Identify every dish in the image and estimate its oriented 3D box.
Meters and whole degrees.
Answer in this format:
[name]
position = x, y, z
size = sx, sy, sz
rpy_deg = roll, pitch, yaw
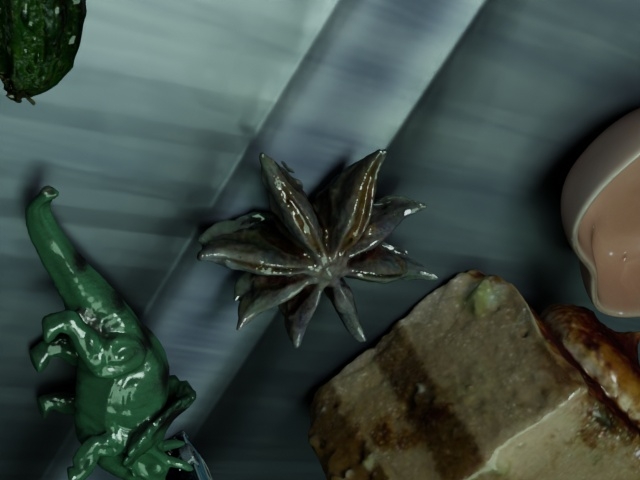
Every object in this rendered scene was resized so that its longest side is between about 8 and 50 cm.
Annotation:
[dish]
position = 0.297, -0.039, 0.862
size = 0.213, 0.090, 0.213
rpy_deg = -10, 126, -14

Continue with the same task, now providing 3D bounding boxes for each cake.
[cake]
position = 0.162, 0.161, 0.867
size = 0.293, 0.196, 0.199
rpy_deg = -41, 127, 7

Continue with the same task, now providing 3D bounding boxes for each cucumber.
[cucumber]
position = -0.170, -0.200, 0.557
size = 0.077, 0.077, 0.265
rpy_deg = -11, 126, -17

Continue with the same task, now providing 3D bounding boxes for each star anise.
[star anise]
position = 0.000, 0.000, 0.773
size = 0.205, 0.061, 0.180
rpy_deg = -11, 125, -17

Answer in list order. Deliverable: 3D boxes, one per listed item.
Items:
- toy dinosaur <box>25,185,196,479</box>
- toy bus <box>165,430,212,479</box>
[toy dinosaur]
position = -0.183, 0.096, 0.751
size = 0.120, 0.079, 0.292
rpy_deg = -32, 119, -8
[toy bus]
position = -0.114, 0.238, 0.845
size = 0.060, 0.123, 0.075
rpy_deg = -30, 132, -3
